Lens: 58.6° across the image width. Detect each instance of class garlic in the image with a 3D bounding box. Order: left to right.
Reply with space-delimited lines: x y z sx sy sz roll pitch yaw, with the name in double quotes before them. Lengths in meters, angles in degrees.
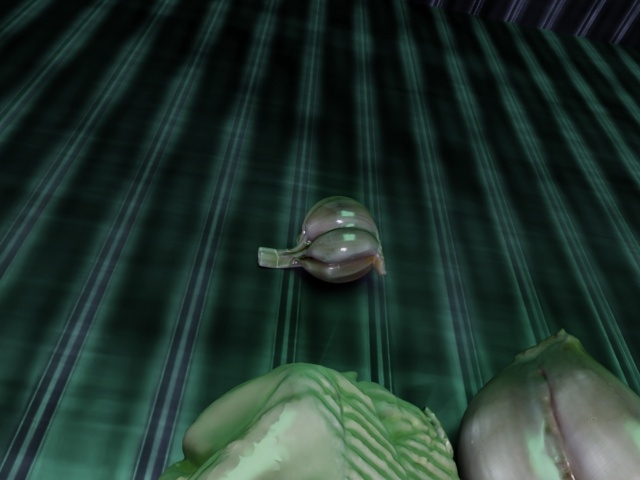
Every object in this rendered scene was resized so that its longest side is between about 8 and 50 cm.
"garlic" 0.000 0.000 0.865 0.194 0.127 0.131 -4 45 7
"garlic" 0.304 0.289 0.625 0.340 0.231 0.246 55 8 17

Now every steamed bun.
"steamed bun" -0.005 0.283 0.460 0.346 0.237 0.394 58 17 6
